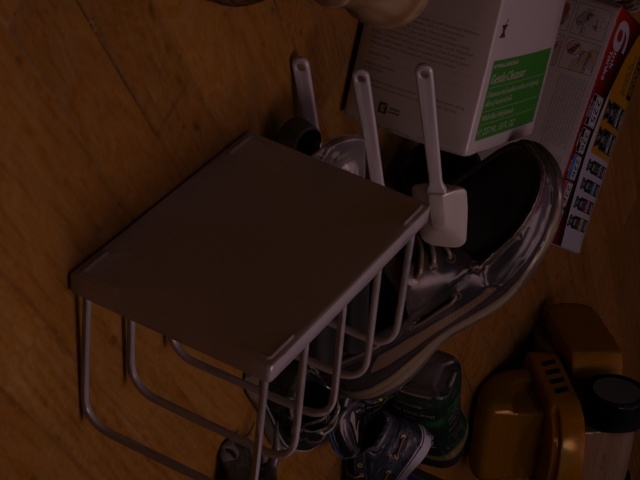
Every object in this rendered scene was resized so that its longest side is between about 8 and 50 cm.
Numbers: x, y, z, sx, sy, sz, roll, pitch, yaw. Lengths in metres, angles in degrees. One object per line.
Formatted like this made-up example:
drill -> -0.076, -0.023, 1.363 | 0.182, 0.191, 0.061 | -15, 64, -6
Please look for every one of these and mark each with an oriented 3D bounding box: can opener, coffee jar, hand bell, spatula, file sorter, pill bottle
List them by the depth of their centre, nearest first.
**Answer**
hand bell -> -0.018, -0.231, 1.507 | 0.242, 0.126, 0.126 | -19, 126, -48
file sorter -> -0.060, 0.065, 1.513 | 0.278, 0.193, 0.173 | -43, 148, -48
spatula -> 0.056, -0.083, 1.698 | 0.019, 0.168, 0.242 | -71, 159, -45
can opener -> 0.000, 0.000, 1.708 | 0.076, 0.095, 0.283 | -28, 140, -27
pill bottle -> 0.156, -0.023, 2.009 | 0.123, 0.123, 0.219 | -61, 155, -22
coffee jar -> 0.135, 0.213, 2.186 | 0.184, 0.096, 0.079 | 76, 34, -52

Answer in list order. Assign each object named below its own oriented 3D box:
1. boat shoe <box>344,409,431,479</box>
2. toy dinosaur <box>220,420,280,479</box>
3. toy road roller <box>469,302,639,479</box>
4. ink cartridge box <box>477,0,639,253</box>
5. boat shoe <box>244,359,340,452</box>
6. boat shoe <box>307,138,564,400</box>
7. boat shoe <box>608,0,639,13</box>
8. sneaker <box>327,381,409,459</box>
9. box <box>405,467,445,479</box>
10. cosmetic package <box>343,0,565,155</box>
boat shoe -> 0.052, 0.289, 2.121 | 0.083, 0.065, 0.183 | 29, 98, -35
toy dinosaur -> -0.069, 0.361, 1.822 | 0.160, 0.121, 0.313 | -32, 134, -36
toy road roller -> 0.333, 0.250, 2.597 | 0.329, 0.241, 0.202 | -106, -160, -60
ink cartridge box -> 0.315, -0.151, 2.254 | 0.272, 0.130, 0.309 | 11, 98, -68
boat shoe -> -0.019, 0.182, 1.847 | 0.078, 0.070, 0.219 | -63, 156, -16
boat shoe -> 0.113, 0.034, 1.829 | 0.355, 0.132, 0.130 | -49, 145, 16
boat shoe -> 0.424, -0.362, 2.345 | 0.324, 0.123, 0.116 | -35, 141, -52
sneaker -> 0.060, 0.166, 2.002 | 0.067, 0.078, 0.188 | 22, 89, -67
box -> 0.127, 0.338, 2.231 | 0.072, 0.126, 0.137 | -68, 157, -1
cosmetic package -> 0.161, -0.291, 1.766 | 0.197, 0.155, 0.365 | -23, 130, -59
